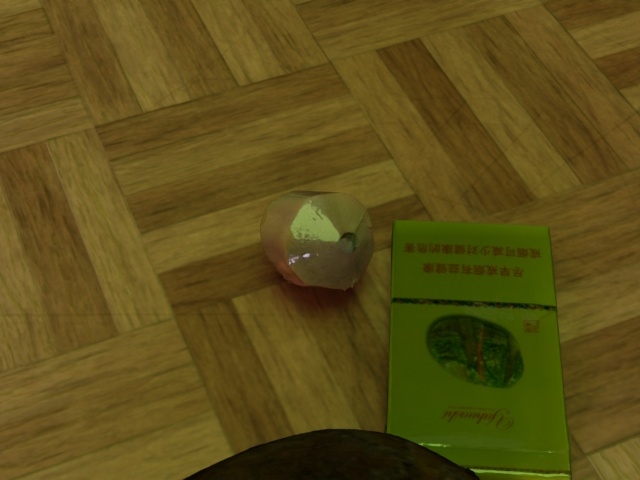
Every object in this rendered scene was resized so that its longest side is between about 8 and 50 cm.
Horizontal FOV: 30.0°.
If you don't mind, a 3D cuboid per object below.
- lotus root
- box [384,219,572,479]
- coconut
[{"bbox_3d":[0.004,0.261,1.084,0.314,0.142,0.210,-11,65,-4],"label":"lotus root"},{"bbox_3d":[0.165,0.117,1.292,0.187,0.047,0.335,3,49,2],"label":"box"},{"bbox_3d":[0.000,0.000,1.330,0.116,0.116,0.122,-29,17,-23],"label":"coconut"}]
